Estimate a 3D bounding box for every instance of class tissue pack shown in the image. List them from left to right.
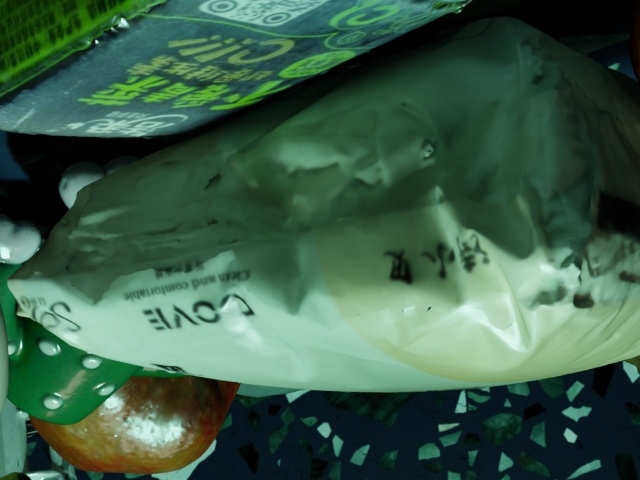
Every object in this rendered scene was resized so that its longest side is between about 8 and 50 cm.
[{"bbox_3d":[-0.056,-0.116,0.682,0.235,0.073,0.173,-19,168,40],"label":"tissue pack"},{"bbox_3d":[0.060,0.001,0.882,0.375,0.195,0.390,-14,168,36],"label":"tissue pack"}]

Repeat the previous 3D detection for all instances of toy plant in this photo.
[{"bbox_3d":[-0.166,0.039,1.107,0.243,0.112,0.232,-30,131,7],"label":"toy plant"}]

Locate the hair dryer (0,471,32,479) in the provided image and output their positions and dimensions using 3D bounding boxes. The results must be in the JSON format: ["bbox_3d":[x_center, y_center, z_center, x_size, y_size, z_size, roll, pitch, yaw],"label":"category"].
[{"bbox_3d":[-0.381,0.285,1.300,0.279,0.090,0.135,-24,151,12],"label":"hair dryer"}]

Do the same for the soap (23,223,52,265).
[{"bbox_3d":[-0.352,0.041,1.158,0.265,0.087,0.160,2,162,-45],"label":"soap"}]

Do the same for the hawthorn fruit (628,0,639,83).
[{"bbox_3d":[0.259,-0.117,0.734,0.179,0.179,0.200,-17,-176,32],"label":"hawthorn fruit"}]

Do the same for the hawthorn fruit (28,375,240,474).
[{"bbox_3d":[-0.201,0.138,1.396,0.224,0.224,0.261,-1,152,-38],"label":"hawthorn fruit"}]

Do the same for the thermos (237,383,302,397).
[{"bbox_3d":[-0.055,0.097,1.598,0.287,0.145,0.182,-10,137,3],"label":"thermos"}]

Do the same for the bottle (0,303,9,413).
[{"bbox_3d":[-0.286,0.032,0.944,0.148,0.147,0.236,-6,135,-18],"label":"bottle"}]

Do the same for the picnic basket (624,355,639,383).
[{"bbox_3d":[0.408,0.037,1.380,0.291,0.254,0.321,-6,154,-15],"label":"picnic basket"}]

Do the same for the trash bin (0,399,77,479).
[{"bbox_3d":[-0.438,0.166,1.373,0.296,0.255,0.367,-10,161,9],"label":"trash bin"}]
